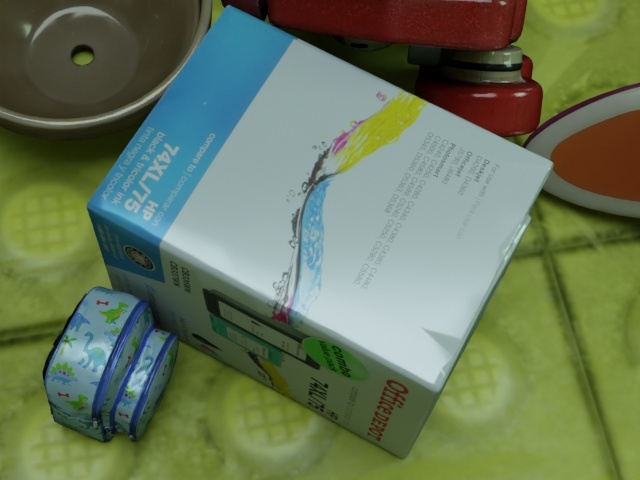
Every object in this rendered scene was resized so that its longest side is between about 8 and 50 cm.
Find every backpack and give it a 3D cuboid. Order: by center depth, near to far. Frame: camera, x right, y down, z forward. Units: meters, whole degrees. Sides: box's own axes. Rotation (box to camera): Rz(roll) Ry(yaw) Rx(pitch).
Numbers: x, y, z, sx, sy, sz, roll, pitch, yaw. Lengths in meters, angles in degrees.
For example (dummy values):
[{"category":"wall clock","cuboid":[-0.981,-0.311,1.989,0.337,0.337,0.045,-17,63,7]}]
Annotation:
[{"category":"backpack","cuboid":[-0.155,0.093,0.817,0.084,0.114,0.105,19,65,5]}]

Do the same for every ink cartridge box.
[{"category":"ink cartridge box","cuboid":[0.000,0.000,0.823,0.270,0.198,0.197,27,67,9]}]

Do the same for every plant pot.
[{"category":"plant pot","cuboid":[-0.211,-0.183,0.938,0.237,0.110,0.237,1,71,-3]}]

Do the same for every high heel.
[{"category":"high heel","cuboid":[0.370,-0.107,0.965,0.377,0.127,0.181,-3,20,12]}]

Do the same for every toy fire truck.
[{"category":"toy fire truck","cuboid":[0.055,-0.193,0.883,0.253,0.302,0.169,4,108,6]}]
